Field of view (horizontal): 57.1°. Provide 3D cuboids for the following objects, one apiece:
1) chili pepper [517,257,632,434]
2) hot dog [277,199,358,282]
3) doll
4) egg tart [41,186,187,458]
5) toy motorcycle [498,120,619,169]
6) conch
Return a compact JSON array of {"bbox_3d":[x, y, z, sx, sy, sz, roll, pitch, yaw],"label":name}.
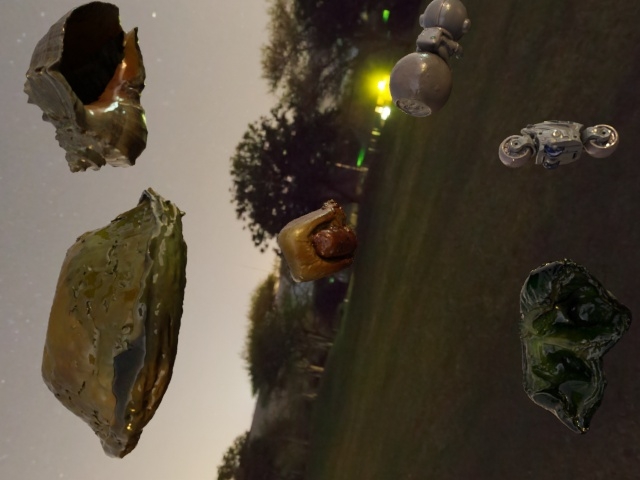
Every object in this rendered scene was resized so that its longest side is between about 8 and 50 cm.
[{"bbox_3d":[0.396,0.149,0.938,0.148,0.116,0.265,-159,61,-65],"label":"chili pepper"},{"bbox_3d":[0.000,0.000,1.281,0.257,0.153,0.150,-77,-33,-83],"label":"hot dog"},{"bbox_3d":[0.254,-0.428,1.337,0.151,0.151,0.287,97,-165,-80],"label":"doll"},{"bbox_3d":[-0.341,0.121,0.954,0.443,0.178,0.443,-171,90,-68],"label":"egg tart"},{"bbox_3d":[0.532,-0.224,1.327,0.112,0.254,0.112,-6,-90,-78],"label":"toy motorcycle"},{"bbox_3d":[-0.478,-0.307,1.179,0.297,0.210,0.352,66,-164,-66],"label":"conch"}]
